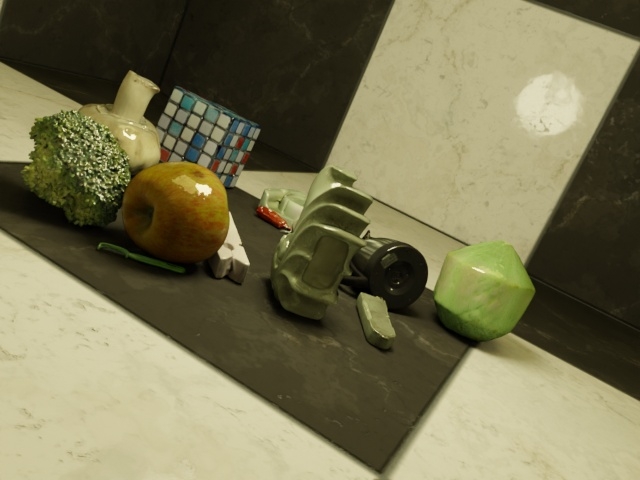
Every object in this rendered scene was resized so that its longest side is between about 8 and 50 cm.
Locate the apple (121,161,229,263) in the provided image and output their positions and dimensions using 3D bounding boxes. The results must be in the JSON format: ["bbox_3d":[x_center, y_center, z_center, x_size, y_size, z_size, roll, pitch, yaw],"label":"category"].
[{"bbox_3d":[-0.358,-0.068,1.563,0.264,0.264,0.264,22,14,-6],"label":"apple"}]

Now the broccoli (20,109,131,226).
[{"bbox_3d":[-0.606,-0.182,1.572,0.259,0.235,0.288,-5,61,-6],"label":"broccoli"}]

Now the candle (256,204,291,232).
[{"bbox_3d":[-0.168,-0.076,2.307,0.162,0.053,0.048,32,21,22],"label":"candle"}]

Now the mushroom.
[{"bbox_3d":[-0.652,-0.396,2.128,0.314,0.336,0.314,29,17,-10],"label":"mushroom"}]

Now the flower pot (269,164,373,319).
[{"bbox_3d":[0.000,0.000,1.634,0.164,0.368,0.254,22,15,-21],"label":"flower pot"}]

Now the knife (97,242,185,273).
[{"bbox_3d":[-0.427,0.042,1.526,0.212,0.015,0.054,18,7,-17],"label":"knife"}]

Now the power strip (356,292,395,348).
[{"bbox_3d":[0.152,0.218,1.737,0.080,0.048,0.286,19,15,-9],"label":"power strip"}]

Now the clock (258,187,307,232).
[{"bbox_3d":[-0.053,-0.096,2.421,0.324,0.109,0.265,29,16,27],"label":"clock"}]

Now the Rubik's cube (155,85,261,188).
[{"bbox_3d":[-0.450,-0.391,2.469,0.292,0.293,0.287,27,9,15],"label":"Rubik's cube"}]

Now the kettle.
[{"bbox_3d":[0.176,0.093,2.027,0.207,0.251,0.271,50,-5,-25],"label":"kettle"}]

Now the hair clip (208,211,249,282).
[{"bbox_3d":[-0.275,0.009,1.751,0.101,0.085,0.331,13,23,-27],"label":"hair clip"}]

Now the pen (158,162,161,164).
[{"bbox_3d":[-0.621,-0.301,2.455,0.025,0.025,0.204,12,18,-40],"label":"pen"}]

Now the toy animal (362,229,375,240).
[{"bbox_3d":[0.185,0.017,2.500,0.105,0.070,0.202,48,16,14],"label":"toy animal"}]

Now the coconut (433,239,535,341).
[{"bbox_3d":[0.520,0.151,2.007,0.328,0.328,0.281,21,12,-8],"label":"coconut"}]
